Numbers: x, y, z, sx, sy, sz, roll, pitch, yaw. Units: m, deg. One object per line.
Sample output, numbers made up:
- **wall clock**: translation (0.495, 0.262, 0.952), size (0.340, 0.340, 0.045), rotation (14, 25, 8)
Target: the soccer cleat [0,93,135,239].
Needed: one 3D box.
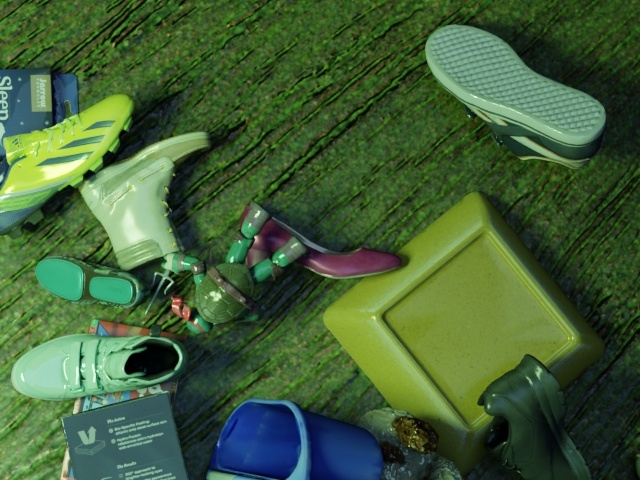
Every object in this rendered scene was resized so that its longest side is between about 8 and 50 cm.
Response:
- **soccer cleat**: translation (-0.396, -0.126, 1.884), size (0.289, 0.093, 0.121), rotation (-41, 108, 4)

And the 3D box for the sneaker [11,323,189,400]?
- **sneaker**: translation (-0.314, 0.170, 1.823), size (0.256, 0.151, 0.094), rotation (-7, 83, -8)

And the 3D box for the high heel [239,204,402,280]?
- **high heel**: translation (0.000, 0.000, 1.958), size (0.244, 0.082, 0.117), rotation (-2, 91, 6)

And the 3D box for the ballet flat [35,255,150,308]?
- **ballet flat**: translation (-0.332, 0.064, 1.903), size (0.188, 0.070, 0.070), rotation (15, 77, 26)

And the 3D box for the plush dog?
- **plush dog**: translation (0.129, 0.345, 1.872), size (0.211, 0.262, 0.225), rotation (-35, 98, -45)

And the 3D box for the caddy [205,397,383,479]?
- **caddy**: translation (-0.063, 0.344, 1.777), size (0.179, 0.341, 0.241), rotation (16, 78, -23)

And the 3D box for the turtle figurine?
- **turtle figurine**: translation (-0.133, 0.064, 1.881), size (0.234, 0.118, 0.175), rotation (-47, 114, 1)

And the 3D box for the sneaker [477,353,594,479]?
- **sneaker**: translation (0.314, 0.308, 1.914), size (0.130, 0.109, 0.286), rotation (-28, 110, -10)

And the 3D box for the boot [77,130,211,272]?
- **boot**: translation (-0.235, -0.059, 1.938), size (0.213, 0.077, 0.165), rotation (-26, 85, -6)

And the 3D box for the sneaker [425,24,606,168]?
- **sneaker**: translation (0.297, -0.214, 2.027), size (0.321, 0.127, 0.126), rotation (37, 70, 24)

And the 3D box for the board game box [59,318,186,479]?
- **board game box**: translation (-0.293, 0.266, 1.901), size (0.145, 0.027, 0.281), rotation (11, 79, -8)

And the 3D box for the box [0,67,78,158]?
- **box**: translation (-0.480, -0.190, 1.946), size (0.225, 0.036, 0.136), rotation (-3, 81, -10)

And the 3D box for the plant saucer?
- **plant saucer**: translation (0.232, 0.138, 1.972), size (0.333, 0.081, 0.332), rotation (-39, 89, -12)

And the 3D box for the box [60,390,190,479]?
- **box**: translation (-0.275, 0.308, 1.835), size (0.156, 0.093, 0.158), rotation (-13, 84, -10)

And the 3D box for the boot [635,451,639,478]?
- **boot**: translation (0.478, 0.452, 1.967), size (0.208, 0.076, 0.189), rotation (-36, 85, -5)
